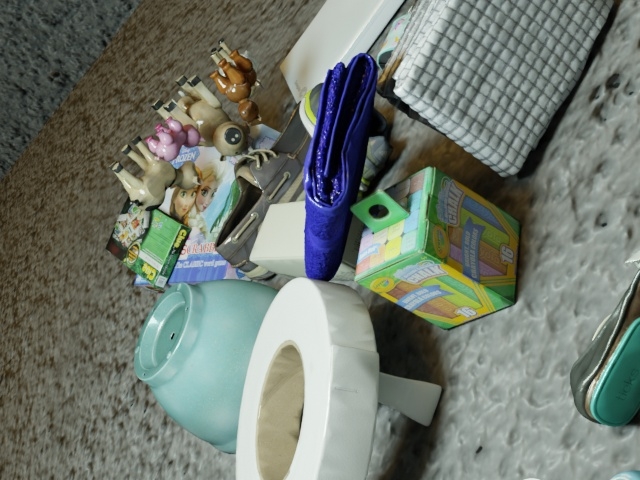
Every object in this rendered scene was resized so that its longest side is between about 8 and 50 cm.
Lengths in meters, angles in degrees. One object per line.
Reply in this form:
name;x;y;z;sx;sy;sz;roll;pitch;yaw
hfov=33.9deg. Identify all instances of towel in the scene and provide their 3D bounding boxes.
towel;0.228;-0.256;1.403;0.283;0.235;0.121;-61;25;-2
towel;0.014;-0.089;1.429;0.308;0.076;0.227;93;-169;-69

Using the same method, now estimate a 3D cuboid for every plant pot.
plant pot;-0.184;0.185;1.746;0.293;0.196;0.293;-39;36;37

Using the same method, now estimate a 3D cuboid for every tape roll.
tape roll;-0.027;0.243;1.443;0.392;0.072;0.392;-169;90;-71

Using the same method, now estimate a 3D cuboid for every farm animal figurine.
farm animal figurine;-0.224;-0.200;1.972;0.330;0.172;0.327;-40;22;7

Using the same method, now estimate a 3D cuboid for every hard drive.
hard drive;0.056;-0.428;2.042;0.353;0.047;0.233;-53;29;19

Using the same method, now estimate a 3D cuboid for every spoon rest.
spoon rest;0.051;0.196;1.458;0.276;0.084;0.137;2;69;59

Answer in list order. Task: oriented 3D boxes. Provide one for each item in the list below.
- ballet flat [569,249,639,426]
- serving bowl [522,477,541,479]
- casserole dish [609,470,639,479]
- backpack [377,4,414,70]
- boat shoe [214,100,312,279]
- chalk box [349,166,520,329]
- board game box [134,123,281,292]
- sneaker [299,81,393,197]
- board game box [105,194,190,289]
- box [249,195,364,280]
ballet flat;0.343;0.062;1.084;0.280;0.095;0.096;-56;16;13
serving bowl;0.229;0.300;1.127;0.083;0.027;0.083;-41;35;36
casserole dish;0.302;0.297;0.999;0.114;0.037;0.188;-51;29;19
backpack;0.186;-0.286;1.569;0.188;0.166;0.144;-14;53;51
boat shoe;-0.086;-0.107;1.906;0.132;0.130;0.355;-4;62;58
chalk box;0.135;0.004;1.348;0.132;0.213;0.132;-28;43;48
board game box;-0.225;-0.056;2.087;0.319;0.066;0.318;-6;67;48
sneaker;0.053;-0.190;1.798;0.121;0.111;0.300;-41;39;17
board game box;-0.356;-0.002;2.138;0.260;0.030;0.136;28;92;53
box;0.000;0.000;1.707;0.275;0.094;0.113;-1;64;59
